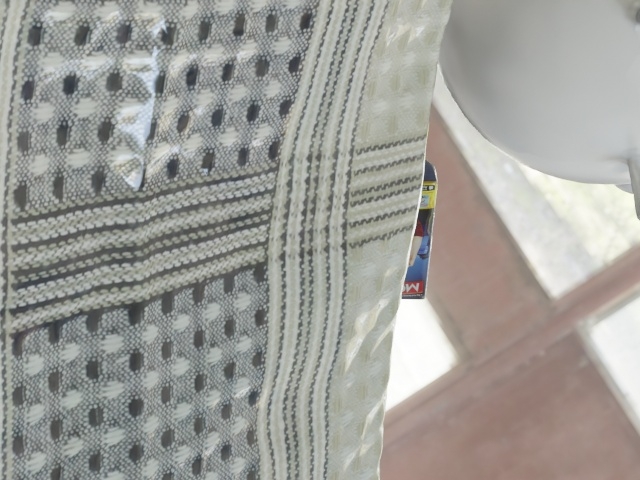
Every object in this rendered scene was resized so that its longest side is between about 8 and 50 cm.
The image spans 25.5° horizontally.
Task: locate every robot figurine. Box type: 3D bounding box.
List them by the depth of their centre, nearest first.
[{"bbox_3d":[0.160,-0.170,0.816,0.353,0.200,0.300,-89,160,-50],"label":"robot figurine"}]

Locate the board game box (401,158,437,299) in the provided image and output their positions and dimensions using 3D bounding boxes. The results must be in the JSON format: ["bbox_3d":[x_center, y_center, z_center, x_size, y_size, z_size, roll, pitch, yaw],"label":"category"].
[{"bbox_3d":[0.000,0.000,1.273,0.060,0.194,0.194,-91,-177,-45],"label":"board game box"}]

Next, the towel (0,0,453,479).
[{"bbox_3d":[-0.060,0.016,0.500,0.056,0.324,0.312,20,20,40],"label":"towel"}]
